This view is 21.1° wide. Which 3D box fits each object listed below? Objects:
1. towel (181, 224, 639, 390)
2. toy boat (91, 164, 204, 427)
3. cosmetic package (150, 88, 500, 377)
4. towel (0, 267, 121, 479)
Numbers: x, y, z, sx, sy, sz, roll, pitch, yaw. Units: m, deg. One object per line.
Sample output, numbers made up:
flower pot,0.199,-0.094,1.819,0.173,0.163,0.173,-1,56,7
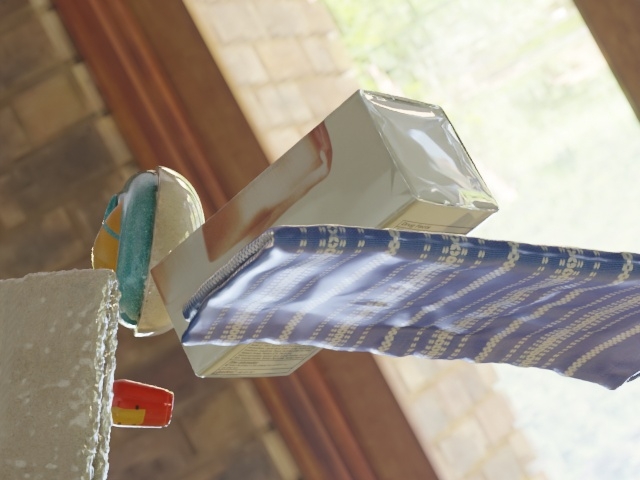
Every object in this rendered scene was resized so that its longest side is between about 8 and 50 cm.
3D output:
towel,0.097,0.046,1.088,0.336,0.040,0.243,6,163,-17
toy boat,-0.227,0.072,2.020,0.148,0.318,0.267,9,-168,-10
cosmetic package,0.000,0.000,1.621,0.296,0.129,0.153,-38,155,27
towel,-0.254,0.159,1.373,0.187,0.282,0.049,-4,156,18
